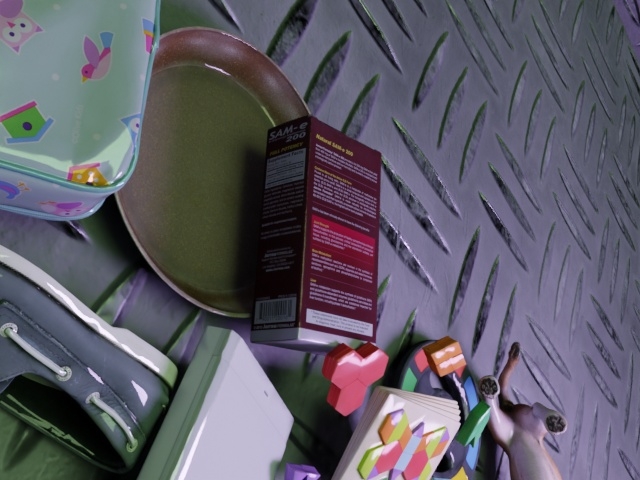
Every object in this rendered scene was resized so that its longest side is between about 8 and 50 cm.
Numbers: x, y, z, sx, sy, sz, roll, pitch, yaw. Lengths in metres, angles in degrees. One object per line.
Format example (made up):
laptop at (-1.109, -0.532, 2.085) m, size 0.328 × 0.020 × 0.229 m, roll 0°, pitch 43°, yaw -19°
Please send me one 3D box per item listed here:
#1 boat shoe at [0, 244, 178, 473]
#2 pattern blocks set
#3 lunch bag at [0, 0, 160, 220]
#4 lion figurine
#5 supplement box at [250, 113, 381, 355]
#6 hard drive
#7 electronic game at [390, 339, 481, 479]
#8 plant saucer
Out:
boat shoe at (-0.235, 0.081, 0.501) m, size 0.319 × 0.116 × 0.099 m, roll 43°, pitch 47°, yaw -41°
pattern blocks set at (0.091, 0.246, 0.804) m, size 0.324 × 0.026 × 0.286 m, roll 11°, pitch 102°, yaw -43°
lunch bag at (-0.246, -0.167, 0.535) m, size 0.224 × 0.108 × 0.279 m, roll 13°, pitch 67°, yaw -29°
lion figurine at (0.329, 0.372, 1.067) m, size 0.240 × 0.142 × 0.392 m, roll 59°, pitch 27°, yaw -66°
supplement box at (0.000, 0.000, 0.753) m, size 0.130 × 0.073 × 0.240 m, roll 20°, pitch 67°, yaw -45°
hard drive at (-0.112, 0.259, 0.606) m, size 0.203 × 0.040 × 0.308 m, roll 69°, pitch 34°, yaw -49°
electronic game at (0.167, 0.257, 0.979) m, size 0.229 × 0.048 × 0.229 m, roll 14°, pitch 71°, yaw -46°
plant saucer at (-0.104, -0.070, 0.742) m, size 0.310 × 0.050 × 0.311 m, roll 16°, pitch 69°, yaw -46°
